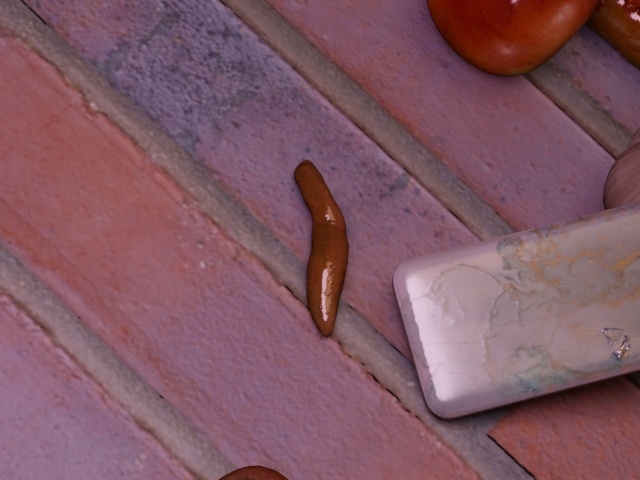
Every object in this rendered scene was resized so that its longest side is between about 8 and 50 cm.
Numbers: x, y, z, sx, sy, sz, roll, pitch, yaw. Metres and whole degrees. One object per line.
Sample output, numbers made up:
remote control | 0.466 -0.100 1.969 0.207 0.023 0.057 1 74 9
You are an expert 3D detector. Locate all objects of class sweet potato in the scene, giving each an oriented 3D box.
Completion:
sweet potato | 0.004 0.001 1.724 0.044 0.044 0.179 8 57 -20

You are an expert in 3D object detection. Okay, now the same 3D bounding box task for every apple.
apple | 0.179 -0.239 1.885 0.139 0.163 0.163 42 50 -12

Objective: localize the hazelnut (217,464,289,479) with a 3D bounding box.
hazelnut | -0.049 0.246 1.477 0.143 0.143 0.154 20 54 -11

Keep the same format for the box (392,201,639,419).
box | 0.212 0.055 1.710 0.285 0.044 0.142 -14 76 -6

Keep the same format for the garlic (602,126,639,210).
garlic | 0.367 -0.027 1.834 0.228 0.152 0.228 15 54 -22

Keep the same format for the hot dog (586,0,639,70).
hot dog | 0.356 -0.242 1.992 0.349 0.117 0.158 40 51 5
